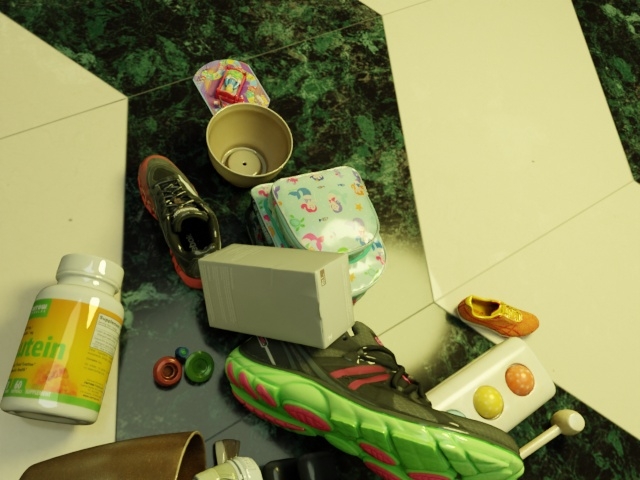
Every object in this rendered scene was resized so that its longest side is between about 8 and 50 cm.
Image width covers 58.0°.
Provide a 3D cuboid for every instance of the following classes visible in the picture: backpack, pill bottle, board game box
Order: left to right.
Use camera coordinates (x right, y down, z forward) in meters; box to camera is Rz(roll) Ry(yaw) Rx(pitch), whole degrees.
[{"bbox_3d":[-0.387,0.151,0.899,0.136,0.136,0.246,11,64,-10],"label":"pill bottle"},{"bbox_3d":[-0.186,-0.327,1.226,0.133,0.033,0.169,-24,75,-23],"label":"board game box"},{"bbox_3d":[0.000,0.000,1.050,0.225,0.191,0.254,-13,75,-24],"label":"backpack"}]

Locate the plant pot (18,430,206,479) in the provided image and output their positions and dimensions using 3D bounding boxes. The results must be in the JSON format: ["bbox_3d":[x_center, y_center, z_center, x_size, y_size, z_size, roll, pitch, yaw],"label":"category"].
[{"bbox_3d":[-0.296,0.375,0.804,0.230,0.215,0.216,2,65,2],"label":"plant pot"}]

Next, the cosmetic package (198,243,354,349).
[{"bbox_3d":[-0.072,0.082,0.921,0.237,0.127,0.107,5,19,30],"label":"cosmetic package"}]

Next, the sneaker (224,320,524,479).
[{"bbox_3d":[0.079,0.229,0.892,0.482,0.185,0.202,19,53,23],"label":"sneaker"}]

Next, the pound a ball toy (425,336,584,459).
[{"bbox_3d":[0.313,0.315,1.016,0.319,0.136,0.208,-26,75,-23],"label":"pound a ball toy"}]

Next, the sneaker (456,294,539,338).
[{"bbox_3d":[0.358,0.151,1.140,0.175,0.067,0.064,12,62,-12],"label":"sneaker"}]

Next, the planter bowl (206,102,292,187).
[{"bbox_3d":[-0.144,-0.169,1.123,0.161,0.109,0.162,6,65,-13],"label":"planter bowl"}]

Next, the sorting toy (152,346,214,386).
[{"bbox_3d":[-0.234,0.211,0.974,0.101,0.042,0.061,-2,82,-29],"label":"sorting toy"}]

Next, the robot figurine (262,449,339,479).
[{"bbox_3d":[-0.006,0.460,0.848,0.173,0.209,0.278,1,65,-33],"label":"robot figurine"}]

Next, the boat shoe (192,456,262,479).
[{"bbox_3d":[-0.141,0.458,0.807,0.094,0.109,0.303,2,87,-32],"label":"boat shoe"}]

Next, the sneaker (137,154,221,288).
[{"bbox_3d":[-0.249,-0.053,1.030,0.097,0.135,0.276,-22,73,-21],"label":"sneaker"}]

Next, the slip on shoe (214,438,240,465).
[{"bbox_3d":[-0.142,0.384,0.912,0.041,0.051,0.136,-3,60,-14],"label":"slip on shoe"}]
